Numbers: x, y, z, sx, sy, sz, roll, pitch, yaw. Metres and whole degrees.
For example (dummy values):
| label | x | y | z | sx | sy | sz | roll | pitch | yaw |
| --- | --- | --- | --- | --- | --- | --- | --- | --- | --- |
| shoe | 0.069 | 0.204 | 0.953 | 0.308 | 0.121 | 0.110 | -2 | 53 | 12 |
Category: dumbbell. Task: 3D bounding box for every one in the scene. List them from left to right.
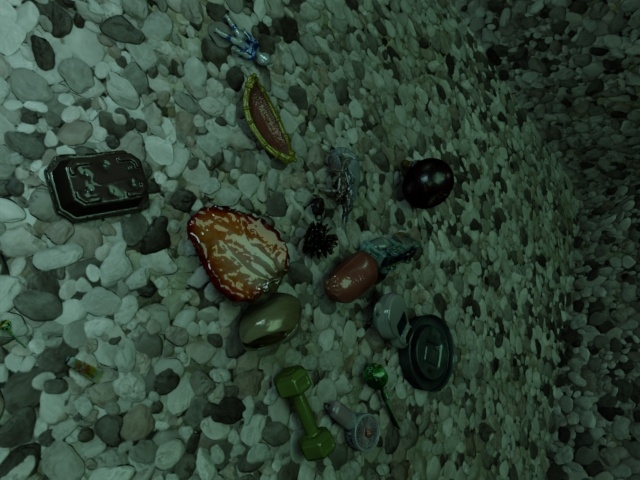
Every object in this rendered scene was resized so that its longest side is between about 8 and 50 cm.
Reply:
| label | x | y | z | sx | sy | sz | roll | pitch | yaw |
| --- | --- | --- | --- | --- | --- | --- | --- | --- | --- |
| dumbbell | -0.051 | 0.550 | 1.613 | 0.121 | 0.108 | 0.302 | -29 | 101 | -43 |

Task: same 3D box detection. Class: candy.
| label | x | y | z | sx | sy | sz | roll | pitch | yaw |
| --- | --- | --- | --- | --- | --- | --- | --- | --- | --- |
| candy | -0.698 | 0.214 | 1.152 | 0.083 | 0.023 | 0.025 | 60 | 9 | -26 |
| candy | 0.246 | 0.598 | 1.910 | 0.097 | 0.097 | 0.323 | -42 | 119 | -39 |

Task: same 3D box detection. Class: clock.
| label | x | y | z | sx | sy | sz | roll | pitch | yaw |
| --- | --- | --- | --- | --- | --- | --- | --- | --- | --- |
| clock | 0.447 | 0.470 | 2.115 | 0.319 | 0.066 | 0.319 | 11 | 73 | -41 |

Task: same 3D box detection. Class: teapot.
| label | x | y | z | sx | sy | sz | roll | pitch | yaw |
| --- | --- | --- | --- | --- | --- | --- | --- | --- | --- |
| teapot | -0.013 | -0.120 | 1.829 | 0.068 | 0.045 | 0.100 | -34 | 124 | -63 |

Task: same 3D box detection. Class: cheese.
| label | x | y | z | sx | sy | sz | roll | pitch | yaw |
| --- | --- | --- | --- | --- | --- | --- | --- | --- | --- |
| cheese | 0.239 | 0.118 | 2.015 | 0.162 | 0.036 | 0.086 | -26 | 93 | -43 |

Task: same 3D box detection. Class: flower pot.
| label | x | y | z | sx | sy | sz | roll | pitch | yaw |
| --- | --- | --- | --- | --- | --- | --- | --- | --- | --- |
| flower pot | -0.559 | -0.152 | 1.309 | 0.251 | 0.084 | 0.179 | -16 | 93 | -44 |

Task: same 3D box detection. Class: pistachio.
| label | x | y | z | sx | sy | sz | roll | pitch | yaw |
| --- | --- | --- | --- | --- | --- | --- | --- | --- | --- |
| pistachio | -0.155 | 0.248 | 1.568 | 0.238 | 0.153 | 0.138 | -44 | 151 | -36 |

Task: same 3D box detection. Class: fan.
| label | x | y | z | sx | sy | sz | roll | pitch | yaw |
| --- | --- | --- | --- | --- | --- | --- | --- | --- | --- |
| fan | 0.115 | 0.643 | 1.768 | 0.244 | 0.074 | 0.130 | 45 | 55 | -26 |

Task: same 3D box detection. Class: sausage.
| label | x | y | z | sx | sy | sz | roll | pitch | yaw |
| --- | --- | --- | --- | --- | --- | --- | --- | --- | --- |
| sausage | 0.115 | 0.135 | 1.831 | 0.254 | 0.148 | 0.148 | -40 | 108 | -34 |

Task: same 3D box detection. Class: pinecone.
| label | x | y | z | sx | sy | sz | roll | pitch | yaw |
| --- | --- | --- | --- | --- | --- | --- | --- | --- | --- |
| pinecone | -0.001 | 0.001 | 1.748 | 0.121 | 0.140 | 0.140 | 22 | 59 | 9 |

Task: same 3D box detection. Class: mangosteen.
| label | x | y | z | sx | sy | sz | roll | pitch | yaw |
| --- | --- | --- | --- | --- | --- | --- | --- | --- | --- |
| mangosteen | 0.446 | -0.270 | 2.183 | 0.235 | 0.235 | 0.261 | -12 | 56 | -43 |

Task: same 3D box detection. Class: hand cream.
| label | x | y | z | sx | sy | sz | roll | pitch | yaw |
| --- | --- | --- | --- | --- | --- | --- | --- | --- | --- |
| hand cream | -0.580 | 0.313 | 1.238 | 0.102 | 0.022 | 0.035 | 45 | 50 | -32 |

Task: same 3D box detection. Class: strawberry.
| label | x | y | z | sx | sy | sz | roll | pitch | yaw |
| --- | --- | --- | --- | --- | --- | --- | --- | --- | --- |
| strawberry | -0.259 | 0.040 | 1.516 | 0.336 | 0.149 | 0.265 | 42 | 62 | -16 |

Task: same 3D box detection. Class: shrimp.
| label | x | y | z | sx | sy | sz | roll | pitch | yaw |
| --- | --- | --- | --- | --- | --- | --- | --- | --- | --- |
| shrimp | 0.082 | -0.200 | 1.885 | 0.145 | 0.116 | 0.343 | 20 | 61 | -38 |

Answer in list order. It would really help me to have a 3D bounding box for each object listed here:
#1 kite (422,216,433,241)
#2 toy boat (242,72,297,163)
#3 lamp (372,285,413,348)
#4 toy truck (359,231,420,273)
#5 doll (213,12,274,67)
| label | x | y | z | sx | sy | sz | roll | pitch | yaw |
| --- | --- | --- | --- | --- | --- | --- | --- | --- | --- |
| kite | 0.492 | -0.053 | 2.304 | 0.090 | 0.004 | 0.122 | -4 | 84 | -44 |
| toy boat | -0.180 | -0.396 | 1.700 | 0.141 | 0.099 | 0.318 | -38 | 110 | -37 |
| lamp | 0.274 | 0.310 | 1.960 | 0.179 | 0.108 | 0.246 | -49 | 121 | -41 |
| toy truck | 0.276 | 0.035 | 2.009 | 0.140 | 0.108 | 0.256 | 42 | 37 | 26 |
| doll | -0.252 | -0.658 | 1.716 | 0.227 | 0.057 | 0.114 | 34 | 54 | -23 |
